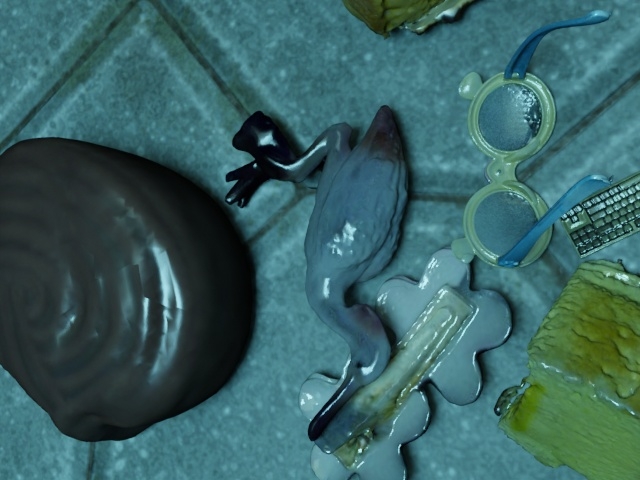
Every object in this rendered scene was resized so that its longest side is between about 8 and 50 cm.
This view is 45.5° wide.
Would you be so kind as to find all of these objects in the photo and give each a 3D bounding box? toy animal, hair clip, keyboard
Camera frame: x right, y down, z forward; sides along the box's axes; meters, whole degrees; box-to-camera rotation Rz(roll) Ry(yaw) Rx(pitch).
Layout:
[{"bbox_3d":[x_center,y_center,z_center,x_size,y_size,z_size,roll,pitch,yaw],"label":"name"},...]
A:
[{"bbox_3d":[0.023,0.000,0.732,0.195,0.090,0.324,-32,63,18],"label":"toy animal"},{"bbox_3d":[0.071,0.126,0.716,0.257,0.075,0.146,-50,54,3],"label":"hair clip"},{"bbox_3d":[0.279,-0.033,0.674,0.129,0.015,0.049,-28,75,17],"label":"keyboard"}]

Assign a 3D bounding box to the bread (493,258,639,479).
[{"bbox_3d":[0.237,0.124,0.656,0.140,0.169,0.160,27,135,23],"label":"bread"}]

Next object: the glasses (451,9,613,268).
[{"bbox_3d":[0.194,-0.077,0.627,0.088,0.220,0.190,7,81,-14],"label":"glasses"}]

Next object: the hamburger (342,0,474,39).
[{"bbox_3d":[0.137,-0.419,0.633,0.445,0.287,0.268,-35,71,13],"label":"hamburger"}]

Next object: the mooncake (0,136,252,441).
[{"bbox_3d":[-0.248,0.049,0.798,0.334,0.174,0.326,-28,77,16],"label":"mooncake"}]
